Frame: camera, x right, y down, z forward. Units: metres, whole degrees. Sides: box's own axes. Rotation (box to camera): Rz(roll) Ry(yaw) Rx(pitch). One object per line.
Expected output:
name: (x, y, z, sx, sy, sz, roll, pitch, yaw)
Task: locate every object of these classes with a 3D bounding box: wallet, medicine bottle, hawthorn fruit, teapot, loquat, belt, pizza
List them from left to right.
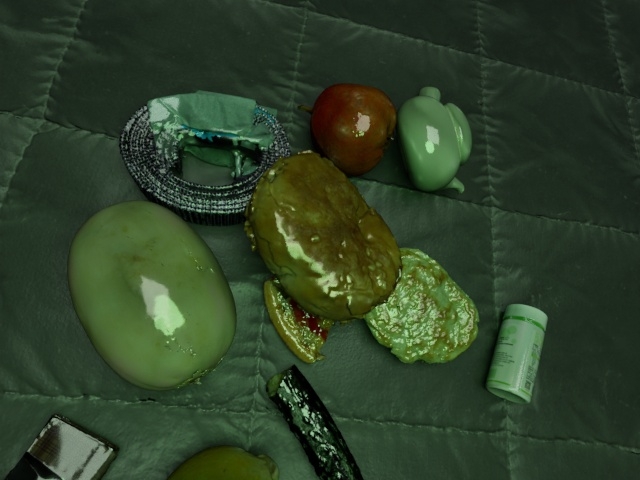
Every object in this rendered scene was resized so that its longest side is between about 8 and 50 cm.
wallet: (-0.423, 0.394, 0.603, 0.124, 0.042, 0.230, 31, 68, -4)
belt: (-0.219, -0.164, 0.814, 0.323, 0.122, 0.261, 7, 76, -9)
loquat: (-0.154, 0.394, 0.616, 0.194, 0.152, 0.152, -22, 77, -11)
pizza: (-0.001, 0.121, 0.796, 0.198, 0.062, 0.188, -30, 82, -23)
hawthorn fruit: (0.048, -0.247, 0.881, 0.225, 0.197, 0.197, 29, 66, 14)
teapot: (0.243, -0.261, 0.921, 0.148, 0.220, 0.319, -13, 67, 9)
medicine bottle: (0.406, 0.232, 0.843, 0.086, 0.086, 0.184, 28, 66, -3)

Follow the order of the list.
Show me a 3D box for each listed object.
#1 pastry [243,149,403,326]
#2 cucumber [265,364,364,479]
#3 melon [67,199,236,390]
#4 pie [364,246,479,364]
pastry: (0.000, 0.000, 0.735, 0.311, 0.162, 0.255, 52, 48, 0)
cucumber: (0.010, 0.361, 0.704, 0.072, 0.081, 0.304, -23, 76, -50)
melon: (-0.264, 0.088, 0.657, 0.222, 0.223, 0.317, -29, 80, -21)
pie: (0.185, 0.139, 0.822, 0.201, 0.090, 0.248, -40, 83, -12)
